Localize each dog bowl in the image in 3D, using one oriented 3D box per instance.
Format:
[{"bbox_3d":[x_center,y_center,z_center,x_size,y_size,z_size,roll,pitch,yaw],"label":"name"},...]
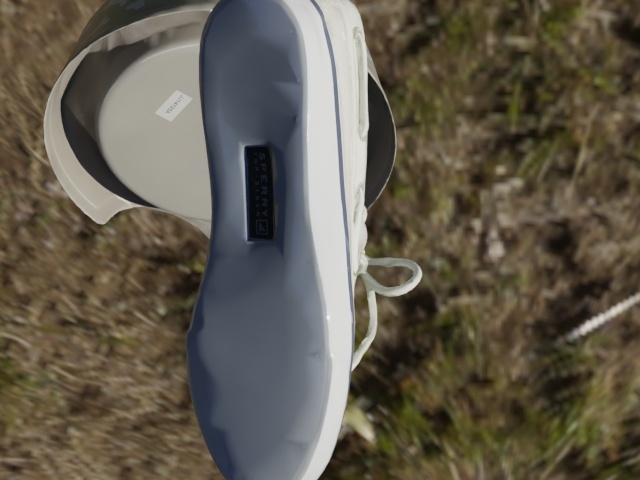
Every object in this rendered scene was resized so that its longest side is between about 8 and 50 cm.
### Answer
[{"bbox_3d":[-0.099,-0.130,1.902,0.348,0.349,0.102,-5,46,4],"label":"dog bowl"}]

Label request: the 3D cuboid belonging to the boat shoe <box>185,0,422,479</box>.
[{"bbox_3d":[-0.007,-0.002,1.375,0.136,0.156,0.367,3,99,36],"label":"boat shoe"}]
